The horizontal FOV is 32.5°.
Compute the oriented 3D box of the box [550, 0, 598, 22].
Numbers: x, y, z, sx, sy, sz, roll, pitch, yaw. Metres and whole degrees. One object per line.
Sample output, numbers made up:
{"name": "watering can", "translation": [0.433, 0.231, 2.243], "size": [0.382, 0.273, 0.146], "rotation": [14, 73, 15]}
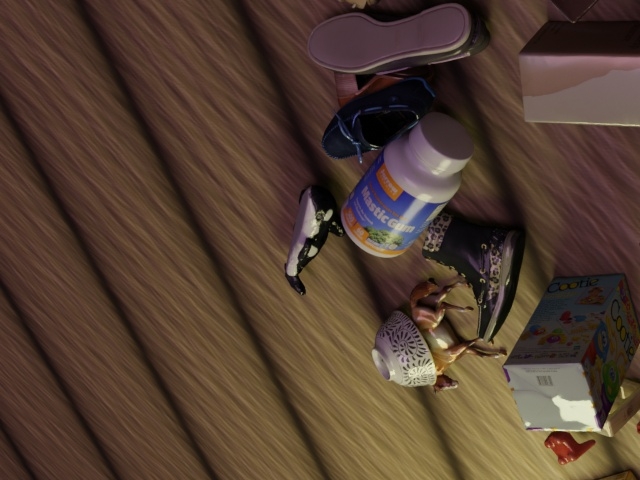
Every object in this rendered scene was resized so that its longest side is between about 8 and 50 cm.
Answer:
{"name": "box", "translation": [0.395, -0.459, 1.571], "size": [0.167, 0.168, 0.203], "rotation": [44, 133, -1]}

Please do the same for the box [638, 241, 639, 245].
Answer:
{"name": "box", "translation": [0.662, 0.023, 1.822], "size": [0.184, 0.045, 0.190], "rotation": [47, 133, -7]}

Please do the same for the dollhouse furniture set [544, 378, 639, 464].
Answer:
{"name": "dollhouse furniture set", "translation": [0.586, 0.362, 2.068], "size": [0.374, 0.152, 0.201], "rotation": [12, 129, 48]}

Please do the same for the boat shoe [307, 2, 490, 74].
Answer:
{"name": "boat shoe", "translation": [0.131, -0.334, 1.881], "size": [0.335, 0.095, 0.112], "rotation": [0, 81, 37]}

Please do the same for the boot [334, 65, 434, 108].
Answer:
{"name": "boot", "translation": [0.126, -0.248, 1.973], "size": [0.197, 0.073, 0.152], "rotation": [5, 129, 31]}

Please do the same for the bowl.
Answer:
{"name": "bowl", "translation": [0.155, 0.234, 2.221], "size": [0.170, 0.080, 0.170], "rotation": [55, 161, 29]}

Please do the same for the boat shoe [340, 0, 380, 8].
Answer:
{"name": "boat shoe", "translation": [0.063, -0.440, 1.834], "size": [0.341, 0.122, 0.110], "rotation": [-3, 118, 33]}

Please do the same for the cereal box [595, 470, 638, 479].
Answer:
{"name": "cereal box", "translation": [0.582, 0.576, 2.259], "size": [0.240, 0.047, 0.173], "rotation": [-30, 102, 43]}

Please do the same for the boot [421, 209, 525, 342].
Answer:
{"name": "boot", "translation": [0.279, 0.062, 2.071], "size": [0.178, 0.085, 0.236], "rotation": [21, 121, 22]}

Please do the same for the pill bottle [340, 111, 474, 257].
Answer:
{"name": "pill bottle", "translation": [0.160, -0.103, 1.987], "size": [0.152, 0.152, 0.272], "rotation": [39, 134, 3]}

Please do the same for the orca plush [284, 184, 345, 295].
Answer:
{"name": "orca plush", "translation": [0.000, 0.000, 2.202], "size": [0.102, 0.151, 0.287], "rotation": [7, 127, -9]}

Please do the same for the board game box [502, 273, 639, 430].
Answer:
{"name": "board game box", "translation": [0.447, 0.193, 1.921], "size": [0.144, 0.275, 0.142], "rotation": [-6, 117, 35]}

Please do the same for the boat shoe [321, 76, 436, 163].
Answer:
{"name": "boat shoe", "translation": [0.084, -0.205, 1.918], "size": [0.109, 0.089, 0.258], "rotation": [40, 138, -15]}

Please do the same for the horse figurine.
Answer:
{"name": "horse figurine", "translation": [0.249, 0.176, 2.185], "size": [0.174, 0.066, 0.263], "rotation": [-18, 113, 34]}

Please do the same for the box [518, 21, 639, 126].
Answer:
{"name": "box", "translation": [0.476, -0.255, 1.680], "size": [0.311, 0.148, 0.121], "rotation": [5, 123, 29]}
